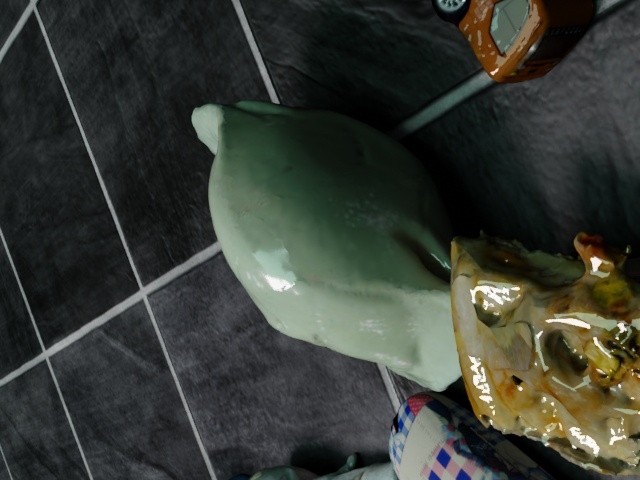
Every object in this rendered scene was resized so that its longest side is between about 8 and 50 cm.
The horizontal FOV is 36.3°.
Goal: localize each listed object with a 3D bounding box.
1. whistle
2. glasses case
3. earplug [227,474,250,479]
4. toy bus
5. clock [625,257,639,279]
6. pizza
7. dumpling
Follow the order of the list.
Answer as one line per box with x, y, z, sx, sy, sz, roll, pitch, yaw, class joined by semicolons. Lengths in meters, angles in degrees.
-0.009;0.329;1.182;0.346;0.142;0.134;-29;90;42;whistle
0.186;0.272;0.944;0.327;0.076;0.125;38;135;37;glasses case
-0.197;0.438;1.340;0.132;0.273;0.132;26;125;44;earplug
0.090;-0.320;0.810;0.092;0.093;0.409;-37;75;45;toy bus
0.253;0.089;0.788;0.192;0.071;0.147;-9;96;53;clock
0.214;0.087;0.717;0.297;0.071;0.189;9;108;44;pizza
0.027;-0.002;0.947;0.211;0.270;0.321;-30;52;20;dumpling
